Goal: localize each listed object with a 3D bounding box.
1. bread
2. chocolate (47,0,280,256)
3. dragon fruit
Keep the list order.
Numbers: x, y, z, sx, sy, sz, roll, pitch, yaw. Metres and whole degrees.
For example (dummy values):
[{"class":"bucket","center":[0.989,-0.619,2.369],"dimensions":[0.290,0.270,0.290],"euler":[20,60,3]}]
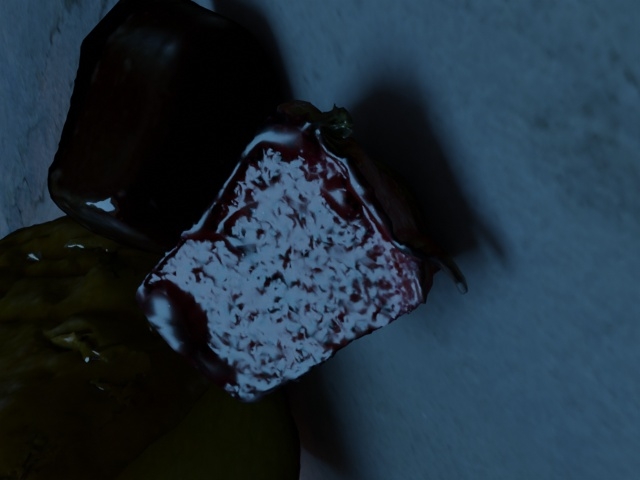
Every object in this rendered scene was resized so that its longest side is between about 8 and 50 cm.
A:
[{"class":"bread","center":[-0.197,0.136,0.737],"dimensions":[0.398,0.398,0.215],"euler":[23,145,60]},{"class":"chocolate","center":[-0.067,-0.051,0.565],"dimensions":[0.080,0.125,0.148],"euler":[13,121,43]},{"class":"dragon fruit","center":[0.000,0.000,0.503],"dimensions":[0.147,0.096,0.102],"euler":[-37,87,36]}]
